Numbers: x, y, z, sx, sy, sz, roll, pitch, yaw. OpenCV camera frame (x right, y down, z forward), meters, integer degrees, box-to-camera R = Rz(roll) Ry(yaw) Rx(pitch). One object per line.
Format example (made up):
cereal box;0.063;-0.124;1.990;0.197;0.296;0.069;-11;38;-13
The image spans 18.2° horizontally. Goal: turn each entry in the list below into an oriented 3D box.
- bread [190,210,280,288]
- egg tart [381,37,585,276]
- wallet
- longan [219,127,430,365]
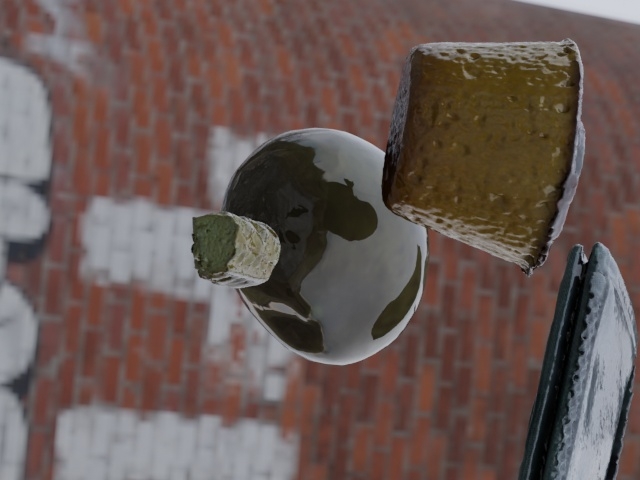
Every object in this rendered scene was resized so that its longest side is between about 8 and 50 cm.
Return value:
bread;-0.074;0.009;1.704;0.066;0.110;0.060;-46;-109;10
egg tart;0.148;-0.082;1.769;0.215;0.171;0.215;-171;-90;-87
wallet;0.268;0.202;2.108;0.075;0.237;0.342;3;-119;23
longan;0.000;0.000;2.003;0.215;0.246;0.246;-40;-136;22
